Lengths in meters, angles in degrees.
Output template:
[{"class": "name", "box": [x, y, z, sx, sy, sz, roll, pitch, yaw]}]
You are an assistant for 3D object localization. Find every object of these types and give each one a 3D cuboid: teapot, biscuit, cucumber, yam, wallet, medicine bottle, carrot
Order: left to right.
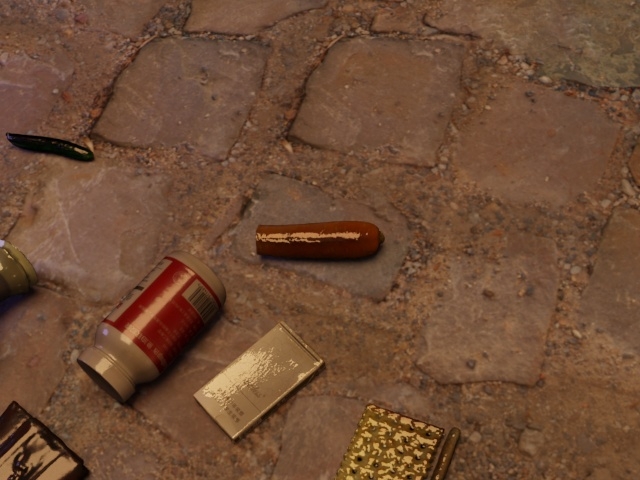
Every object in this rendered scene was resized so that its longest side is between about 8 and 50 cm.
[{"class": "teapot", "box": [-0.604, 0.113, 1.779, 0.184, 0.183, 0.251, 29, 54, 22]}, {"class": "wallet", "box": [-0.505, 0.388, 1.657, 0.182, 0.049, 0.229, 35, 69, 21]}, {"class": "cucumber", "box": [-0.521, -0.184, 2.032, 0.184, 0.033, 0.036, 11, 35, 13]}, {"class": "medicine bottle", "box": [-0.278, 0.140, 1.738, 0.131, 0.131, 0.250, 33, 66, 24]}, {"class": "carrot", "box": [0.000, 0.000, 1.837, 0.225, 0.067, 0.067, -1, 58, 8]}, {"class": "biscuit", "box": [0.091, 0.372, 1.617, 0.139, 0.016, 0.231, 17, 61, 17]}, {"class": "yam", "box": [0.191, 0.341, 1.622, 0.021, 0.021, 0.116, 19, 61, 17]}]

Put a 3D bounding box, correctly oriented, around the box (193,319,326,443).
[{"class": "box", "box": [-0.099, 0.230, 1.722, 0.198, 0.029, 0.109, -39, 62, -16]}]
